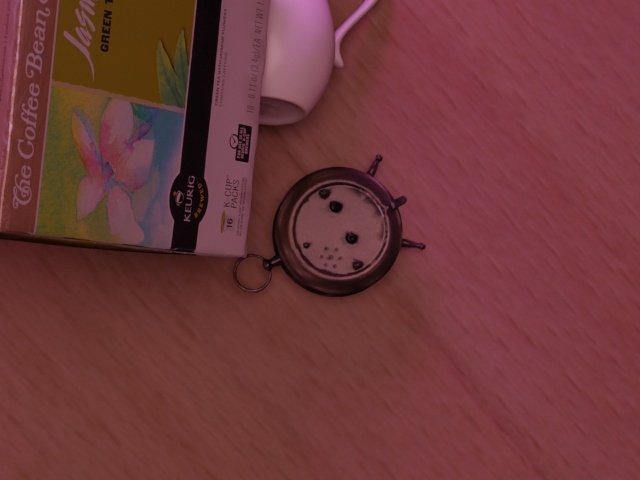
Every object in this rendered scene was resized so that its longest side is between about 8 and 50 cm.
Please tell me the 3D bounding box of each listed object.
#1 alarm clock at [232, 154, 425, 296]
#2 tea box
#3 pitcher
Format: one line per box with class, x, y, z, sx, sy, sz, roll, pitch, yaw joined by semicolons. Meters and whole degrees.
alarm clock;0.000;0.000;1.597;0.192;0.064;0.129;-27;88;-4
tea box;-0.228;-0.159;1.421;0.220;0.323;0.329;4;89;37
pitcher;-0.021;-0.221;1.592;0.177;0.125;0.207;11;73;-19
